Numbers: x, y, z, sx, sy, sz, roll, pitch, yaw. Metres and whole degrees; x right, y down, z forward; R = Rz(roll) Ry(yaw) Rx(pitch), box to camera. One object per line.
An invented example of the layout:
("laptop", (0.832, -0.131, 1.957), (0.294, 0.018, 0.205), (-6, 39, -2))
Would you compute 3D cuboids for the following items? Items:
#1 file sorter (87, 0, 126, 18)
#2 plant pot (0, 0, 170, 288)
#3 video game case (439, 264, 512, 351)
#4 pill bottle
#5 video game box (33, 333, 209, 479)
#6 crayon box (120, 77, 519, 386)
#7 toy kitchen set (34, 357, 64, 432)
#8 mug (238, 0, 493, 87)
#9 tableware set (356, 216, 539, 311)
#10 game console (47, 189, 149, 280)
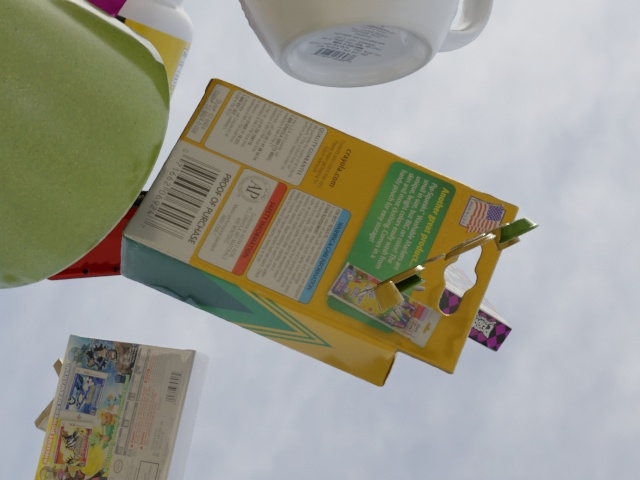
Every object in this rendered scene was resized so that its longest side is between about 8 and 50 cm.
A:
("file sorter", (-0.325, -0.327, 1.600), (0.291, 0.202, 0.182), (163, -91, -73))
("plant pot", (-0.324, -0.144, 1.240), (0.275, 0.293, 0.274), (-18, -125, 27))
("video game case", (0.112, 0.035, 1.802), (0.041, 0.210, 0.232), (-56, -164, 8))
("pill bottle", (-0.283, -0.238, 1.992), (0.188, 0.188, 0.333), (25, -83, 45))
("video game box", (-0.243, 0.225, 1.801), (0.187, 0.048, 0.205), (6, -105, 24))
("crayon box", (0.000, 0.000, 1.397), (0.323, 0.083, 0.203), (23, -122, 5))
("toy kitchen set", (-0.361, 0.230, 2.105), (0.083, 0.068, 0.075), (-50, -144, 6))
("mug", (0.062, -0.336, 1.611), (0.276, 0.374, 0.328), (-19, -113, 41))
("tableware set", (0.110, 0.022, 1.261), (0.154, 0.024, 0.104), (-25, 179, -19))
("game console", (-0.211, -0.009, 1.582), (0.144, 0.124, 0.085), (-4, -87, 17))
